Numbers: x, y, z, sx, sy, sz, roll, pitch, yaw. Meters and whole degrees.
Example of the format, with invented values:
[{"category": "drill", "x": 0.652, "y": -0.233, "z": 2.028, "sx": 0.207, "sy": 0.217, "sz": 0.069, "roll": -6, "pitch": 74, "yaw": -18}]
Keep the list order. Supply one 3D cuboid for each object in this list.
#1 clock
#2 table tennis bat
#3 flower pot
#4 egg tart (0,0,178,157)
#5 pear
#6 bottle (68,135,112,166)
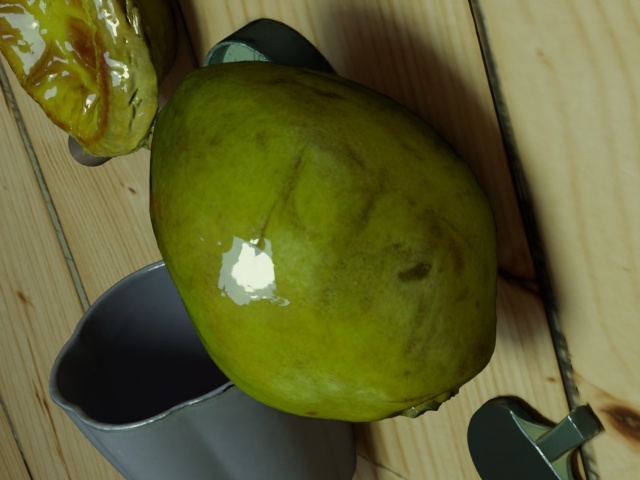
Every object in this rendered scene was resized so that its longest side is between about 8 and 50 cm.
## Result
[{"category": "clock", "x": -0.029, "y": -0.089, "z": 1.713, "sx": 0.215, "sy": 0.042, "sz": 0.215, "roll": 43, "pitch": 150, "yaw": 34}, {"category": "table tennis bat", "x": 0.182, "y": 0.183, "z": 1.625, "sx": 0.130, "sy": 0.019, "sz": 0.220, "roll": 54, "pitch": 156, "yaw": 9}, {"category": "flower pot", "x": -0.091, "y": 0.170, "z": 1.880, "sx": 0.265, "sy": 0.265, "sz": 0.243, "roll": 22, "pitch": 145, "yaw": 54}, {"category": "egg tart", "x": -0.222, "y": -0.216, "z": 1.861, "sx": 0.295, "sy": 0.116, "sz": 0.295, "roll": 41, "pitch": 146, "yaw": 36}, {"category": "pear", "x": 0.000, "y": 0.000, "z": 1.503, "sx": 0.321, "sy": 0.269, "sz": 0.269, "roll": 51, "pitch": 153, "yaw": 18}, {"category": "bottle", "x": -0.223, "y": -0.114, "z": 2.041, "sx": 0.053, "sy": 0.053, "sz": 0.140, "roll": 63, "pitch": 154, "yaw": -3}]
